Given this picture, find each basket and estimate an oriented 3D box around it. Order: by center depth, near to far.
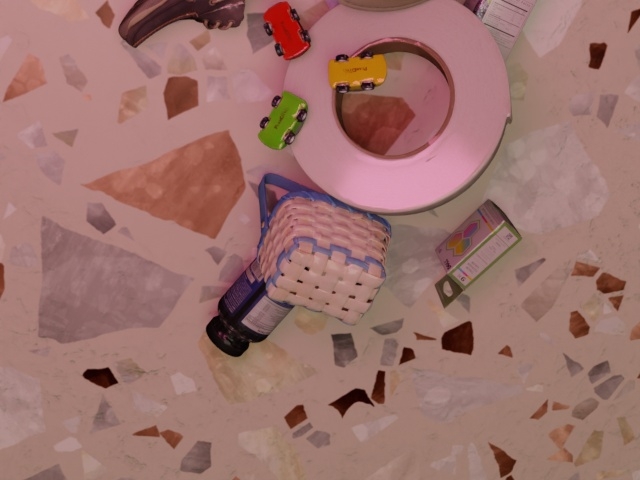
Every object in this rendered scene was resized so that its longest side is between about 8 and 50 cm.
[{"bbox_3d":[0.000,0.000,1.623,0.254,0.289,0.201,20,128,-13],"label":"basket"}]

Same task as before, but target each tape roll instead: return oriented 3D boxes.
[{"bbox_3d":[0.128,-0.235,1.515,0.391,0.072,0.392,-1,85,12],"label":"tape roll"}]

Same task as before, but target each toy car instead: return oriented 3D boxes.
[{"bbox_3d":[-0.030,-0.253,1.485,0.239,0.053,0.225,31,93,13],"label":"toy car"}]

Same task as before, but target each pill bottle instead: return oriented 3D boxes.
[{"bbox_3d":[-0.125,0.122,1.756,0.122,0.123,0.219,36,107,-20],"label":"pill bottle"}]

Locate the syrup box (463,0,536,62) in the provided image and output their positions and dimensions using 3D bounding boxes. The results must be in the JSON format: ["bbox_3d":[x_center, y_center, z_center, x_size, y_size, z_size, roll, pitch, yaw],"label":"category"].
[{"bbox_3d":[0.314,-0.415,1.572,0.096,0.093,0.237,19,111,-14],"label":"syrup box"}]

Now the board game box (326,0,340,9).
[{"bbox_3d":[0.053,-0.437,1.572,0.090,0.020,0.090,-26,115,6],"label":"board game box"}]

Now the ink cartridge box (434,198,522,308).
[{"bbox_3d":[0.293,0.026,1.768,0.062,0.109,0.209,40,105,-21],"label":"ink cartridge box"}]

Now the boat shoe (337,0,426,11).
[{"bbox_3d":[0.169,-0.473,1.443,0.339,0.113,0.127,-19,149,-2],"label":"boat shoe"}]

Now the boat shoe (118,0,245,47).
[{"bbox_3d":[-0.174,-0.414,1.495,0.355,0.132,0.130,-30,114,9],"label":"boat shoe"}]
